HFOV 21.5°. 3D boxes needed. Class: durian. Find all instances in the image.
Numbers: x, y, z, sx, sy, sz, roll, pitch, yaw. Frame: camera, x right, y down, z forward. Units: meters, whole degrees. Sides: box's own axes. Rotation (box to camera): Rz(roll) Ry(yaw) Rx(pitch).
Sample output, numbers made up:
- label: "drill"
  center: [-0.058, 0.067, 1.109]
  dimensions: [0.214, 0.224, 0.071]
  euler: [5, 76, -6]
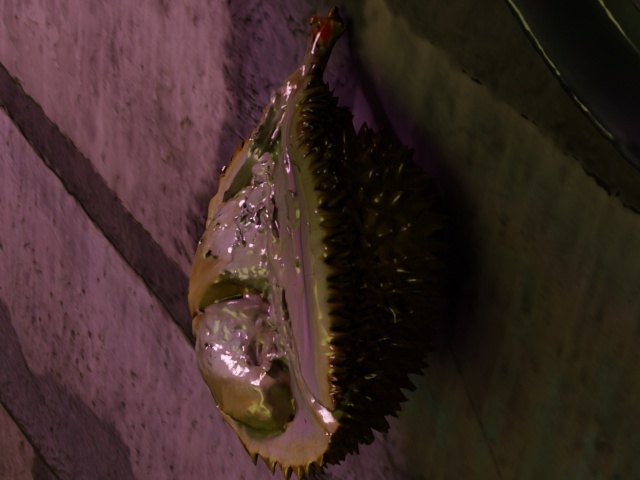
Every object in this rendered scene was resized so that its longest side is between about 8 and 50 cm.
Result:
- label: "durian"
  center: [0.000, 0.000, 0.757]
  dimensions: [0.146, 0.102, 0.208]
  euler: [1, 89, 57]

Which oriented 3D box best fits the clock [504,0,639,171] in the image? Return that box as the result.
- label: "clock"
  center: [0.141, -0.142, 0.430]
  dimensions: [0.319, 0.066, 0.318]
  euler: [40, 143, 39]
